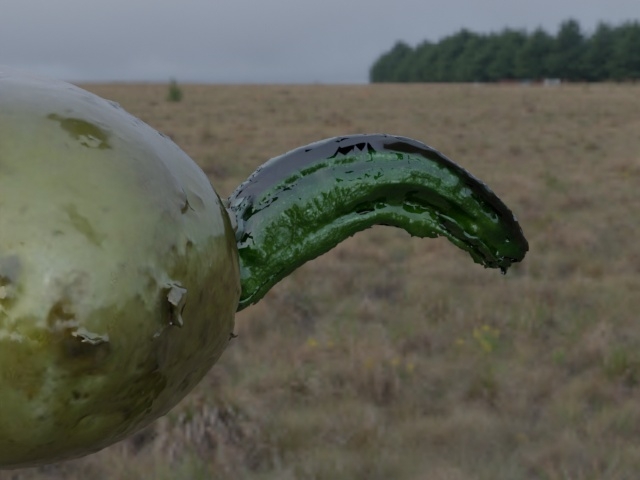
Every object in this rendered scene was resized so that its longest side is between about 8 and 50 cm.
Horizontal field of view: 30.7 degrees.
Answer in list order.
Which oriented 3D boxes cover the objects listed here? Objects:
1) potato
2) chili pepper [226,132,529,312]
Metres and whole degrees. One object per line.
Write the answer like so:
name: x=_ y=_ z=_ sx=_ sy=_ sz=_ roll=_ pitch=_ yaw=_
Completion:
potato: x=-0.177 y=0.001 z=0.547 sx=0.308 sy=0.173 sz=0.210 roll=14 pitch=19 yaw=25
chili pepper: x=0.000 y=-0.001 z=0.757 sx=0.279 sy=0.122 sz=0.065 roll=-17 pitch=-1 yaw=-15
